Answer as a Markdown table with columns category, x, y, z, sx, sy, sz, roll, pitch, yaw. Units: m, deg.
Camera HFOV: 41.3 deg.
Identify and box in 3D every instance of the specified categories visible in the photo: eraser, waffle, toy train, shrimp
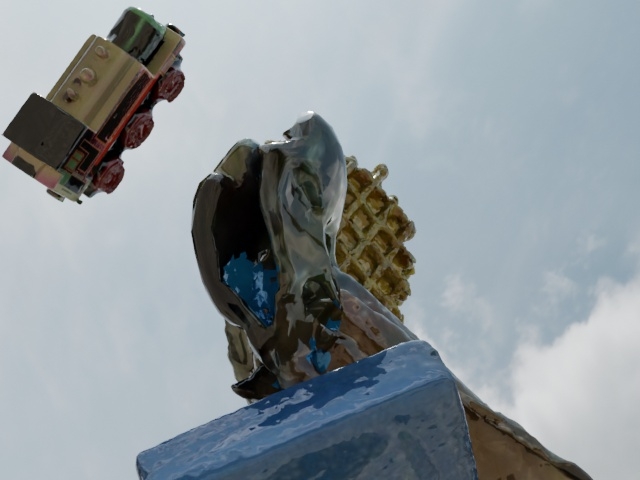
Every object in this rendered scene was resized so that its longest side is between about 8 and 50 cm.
| category | x | y | z | sx | sy | sz | roll | pitch | yaw |
| --- | --- | --- | --- | --- | --- | --- | --- | --- | --- |
| eraser | 0.024 | 0.208 | 0.431 | 0.144 | 0.042 | 0.311 | -20 | -63 | -13 |
| waffle | 0.000 | 0.000 | 0.740 | 0.070 | 0.197 | 0.193 | -28 | -101 | 48 |
| toy train | -0.137 | -0.088 | 0.535 | 0.050 | 0.087 | 0.138 | 33 | -95 | 10 |
| shrimp | 0.059 | 0.139 | 0.493 | 0.221 | 0.110 | 0.445 | -14 | -65 | 34 |
